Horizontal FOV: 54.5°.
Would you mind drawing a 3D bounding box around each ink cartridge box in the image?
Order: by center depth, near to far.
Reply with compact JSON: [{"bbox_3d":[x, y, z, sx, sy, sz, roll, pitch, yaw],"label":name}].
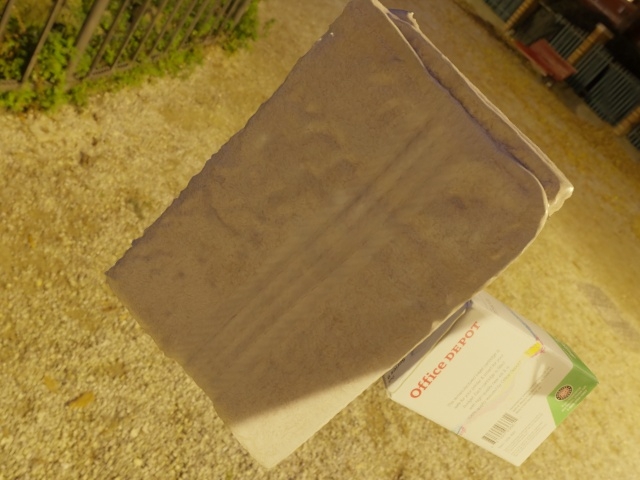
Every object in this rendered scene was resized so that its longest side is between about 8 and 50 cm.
[{"bbox_3d":[0.200,0.158,0.764,0.212,0.154,0.093,30,17,-20],"label":"ink cartridge box"}]

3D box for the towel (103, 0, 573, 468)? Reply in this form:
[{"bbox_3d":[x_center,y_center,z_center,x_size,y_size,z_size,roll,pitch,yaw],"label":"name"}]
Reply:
[{"bbox_3d":[0.000,0.000,0.412,0.187,0.282,0.049,48,15,5],"label":"towel"}]
